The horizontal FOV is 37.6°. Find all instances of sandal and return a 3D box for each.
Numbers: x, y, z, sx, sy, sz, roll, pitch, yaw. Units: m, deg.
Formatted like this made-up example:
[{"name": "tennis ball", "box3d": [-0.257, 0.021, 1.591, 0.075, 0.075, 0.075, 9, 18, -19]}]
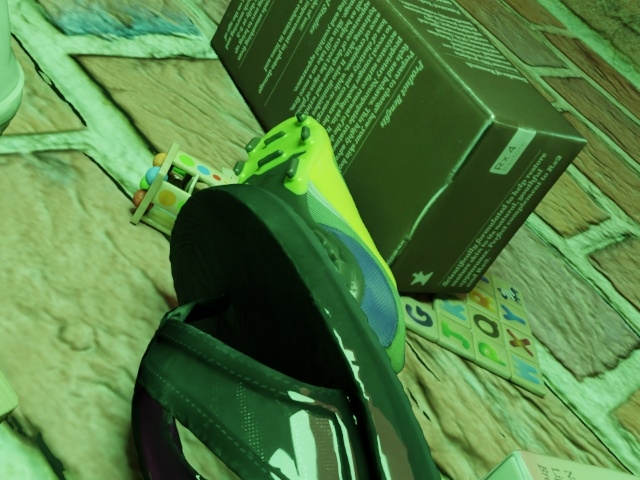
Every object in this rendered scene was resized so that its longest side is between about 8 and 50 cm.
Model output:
[{"name": "sandal", "box3d": [-0.018, 0.132, 0.474, 0.107, 0.168, 0.446, -6, 47, -27]}]

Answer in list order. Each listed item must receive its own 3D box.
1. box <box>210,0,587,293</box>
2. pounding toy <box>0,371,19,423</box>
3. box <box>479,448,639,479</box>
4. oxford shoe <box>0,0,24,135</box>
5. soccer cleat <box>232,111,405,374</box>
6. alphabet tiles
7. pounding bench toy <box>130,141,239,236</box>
[{"name": "box", "box3d": [0.053, -0.148, 0.900, 0.143, 0.191, 0.381, 6, 40, -39]}, {"name": "pounding toy", "box3d": [-0.231, 0.058, 0.427, 0.141, 0.100, 0.130, 52, 32, 6]}, {"name": "box", "box3d": [0.188, 0.236, 0.567, 0.232, 0.127, 0.149, 18, 34, -30]}, {"name": "oxford shoe", "box3d": [-0.338, -0.187, 0.464, 0.449, 0.130, 0.169, 27, 35, 10]}, {"name": "soccer cleat", "box3d": [-0.001, 0.001, 0.769, 0.121, 0.093, 0.289, 46, 16, -36]}, {"name": "alphabet tiles", "box3d": [0.122, 0.031, 0.915, 0.198, 0.009, 0.237, 27, 31, -15]}, {"name": "pounding bench toy", "box3d": [-0.105, -0.041, 0.730, 0.065, 0.052, 0.083, 29, 30, -12]}]
